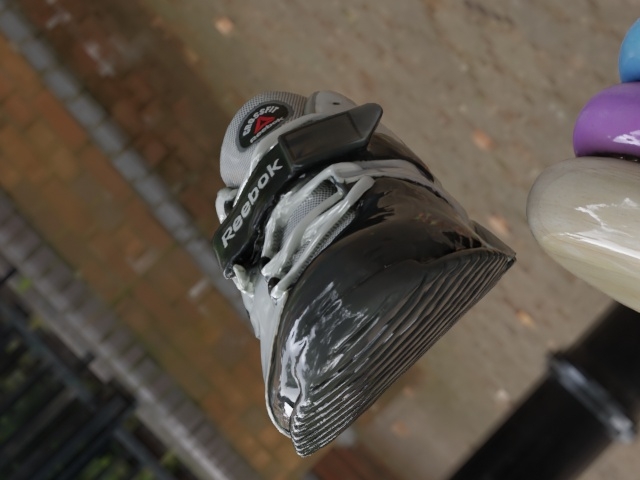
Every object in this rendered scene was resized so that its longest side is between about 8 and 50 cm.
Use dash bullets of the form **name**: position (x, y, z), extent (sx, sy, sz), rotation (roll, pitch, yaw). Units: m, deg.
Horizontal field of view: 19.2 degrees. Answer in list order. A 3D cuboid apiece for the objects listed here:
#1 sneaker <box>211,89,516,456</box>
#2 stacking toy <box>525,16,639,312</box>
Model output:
- **sneaker**: position (0.000, 0.000, 0.853), extent (0.146, 0.122, 0.330), rotation (47, -175, 3)
- **stacking toy**: position (0.206, -0.123, 0.747), extent (0.141, 0.330, 0.141), rotation (25, 172, 4)
